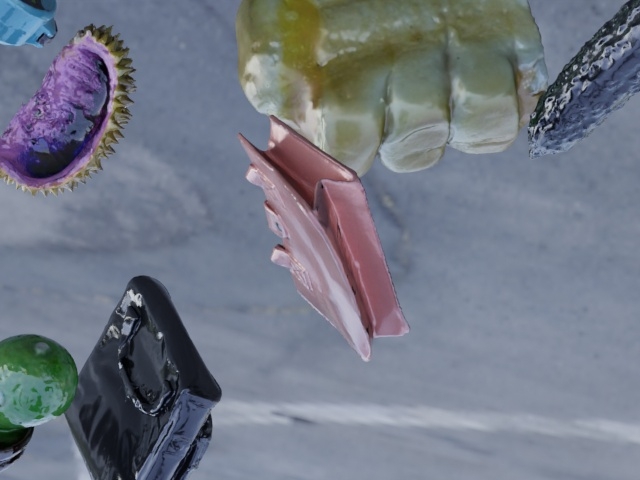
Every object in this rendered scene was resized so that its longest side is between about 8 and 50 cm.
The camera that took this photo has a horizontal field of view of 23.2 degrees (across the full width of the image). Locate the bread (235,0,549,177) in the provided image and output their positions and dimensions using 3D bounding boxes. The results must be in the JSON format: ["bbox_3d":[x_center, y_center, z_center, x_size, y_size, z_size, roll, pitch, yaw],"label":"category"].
[{"bbox_3d":[0.071,-0.209,1.772,0.341,0.300,0.210,-18,159,-9],"label":"bread"}]

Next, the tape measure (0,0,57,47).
[{"bbox_3d":[-0.351,-0.276,1.725,0.081,0.125,0.146,-41,140,21],"label":"tape measure"}]

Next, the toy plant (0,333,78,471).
[{"bbox_3d":[-0.408,0.185,1.833,0.218,0.175,0.235,26,121,0],"label":"toy plant"}]

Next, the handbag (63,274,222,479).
[{"bbox_3d":[-0.223,0.204,1.958,0.088,0.244,0.275,16,-157,-30],"label":"handbag"}]

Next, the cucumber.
[{"bbox_3d":[0.278,-0.169,1.427,0.072,0.072,0.300,21,138,-25],"label":"cucumber"}]

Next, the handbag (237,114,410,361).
[{"bbox_3d":[0.000,0.000,1.441,0.157,0.059,0.212,41,159,43],"label":"handbag"}]

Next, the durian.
[{"bbox_3d":[-0.343,-0.178,2.237,0.154,0.260,0.186,36,-167,1],"label":"durian"}]
